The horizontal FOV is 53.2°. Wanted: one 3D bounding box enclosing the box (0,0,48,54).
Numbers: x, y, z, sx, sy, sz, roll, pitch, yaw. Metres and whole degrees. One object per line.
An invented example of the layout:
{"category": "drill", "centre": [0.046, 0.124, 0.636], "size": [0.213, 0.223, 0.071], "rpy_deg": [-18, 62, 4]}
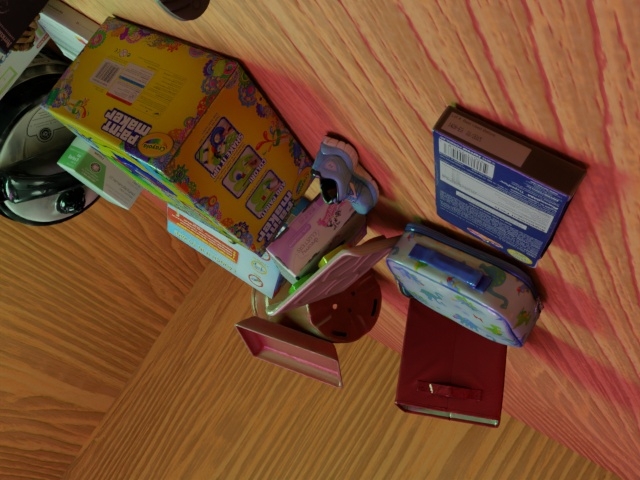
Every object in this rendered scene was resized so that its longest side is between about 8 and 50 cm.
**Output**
{"category": "box", "centre": [-0.397, -0.338, 0.762], "size": [0.093, 0.158, 0.156], "rpy_deg": [32, 171, 5]}

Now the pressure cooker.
{"category": "pressure cooker", "centre": [-0.663, -0.240, 1.475], "size": [0.420, 0.370, 0.375], "rpy_deg": [33, 174, 25]}

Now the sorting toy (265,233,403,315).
{"category": "sorting toy", "centre": [0.031, 0.047, 1.027], "size": [0.193, 0.208, 0.038], "rpy_deg": [-12, -111, -53]}

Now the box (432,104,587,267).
{"category": "box", "centre": [0.184, -0.046, 0.665], "size": [0.136, 0.037, 0.225], "rpy_deg": [31, 169, 18]}

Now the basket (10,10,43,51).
{"category": "basket", "centre": [-0.540, -0.438, 0.928], "size": [0.299, 0.223, 0.213], "rpy_deg": [31, -157, 12]}

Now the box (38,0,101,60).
{"category": "box", "centre": [-0.423, -0.351, 1.132], "size": [0.145, 0.038, 0.186], "rpy_deg": [32, 171, 6]}

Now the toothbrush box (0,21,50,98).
{"category": "toothbrush box", "centre": [-0.654, -0.403, 1.127], "size": [0.283, 0.206, 0.122], "rpy_deg": [32, 170, 4]}

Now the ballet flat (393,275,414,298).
{"category": "ballet flat", "centre": [0.173, 0.075, 1.204], "size": [0.067, 0.073, 0.206], "rpy_deg": [44, 175, 38]}

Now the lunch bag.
{"category": "lunch bag", "centre": [0.213, 0.064, 0.948], "size": [0.219, 0.090, 0.176], "rpy_deg": [26, 169, 37]}

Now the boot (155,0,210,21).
{"category": "boot", "centre": [-0.215, -0.296, 0.626], "size": [0.208, 0.076, 0.190], "rpy_deg": [12, 143, 48]}

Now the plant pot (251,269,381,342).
{"category": "plant pot", "centre": [0.000, 0.145, 1.591], "size": [0.272, 0.272, 0.265], "rpy_deg": [37, 162, -19]}

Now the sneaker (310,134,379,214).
{"category": "sneaker", "centre": [0.027, -0.078, 0.900], "size": [0.063, 0.073, 0.162], "rpy_deg": [26, 168, 36]}

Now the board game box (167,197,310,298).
{"category": "board game box", "centre": [-0.187, -0.047, 1.394], "size": [0.308, 0.086, 0.302], "rpy_deg": [33, 148, 7]}

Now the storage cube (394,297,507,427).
{"category": "storage cube", "centre": [0.247, 0.231, 1.187], "size": [0.183, 0.193, 0.215], "rpy_deg": [6, 163, 16]}

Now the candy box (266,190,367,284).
{"category": "candy box", "centre": [0.000, 0.000, 1.082], "size": [0.070, 0.165, 0.196], "rpy_deg": [42, 172, 13]}

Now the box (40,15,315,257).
{"category": "box", "centre": [-0.203, -0.154, 0.978], "size": [0.290, 0.177, 0.279], "rpy_deg": [27, 169, 32]}

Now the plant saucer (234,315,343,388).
{"category": "plant saucer", "centre": [-0.063, 0.269, 1.559], "size": [0.258, 0.048, 0.259], "rpy_deg": [18, 155, 13]}

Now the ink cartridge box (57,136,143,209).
{"category": "ink cartridge box", "centre": [-0.424, -0.199, 1.365], "size": [0.093, 0.212, 0.154], "rpy_deg": [19, 162, 44]}
